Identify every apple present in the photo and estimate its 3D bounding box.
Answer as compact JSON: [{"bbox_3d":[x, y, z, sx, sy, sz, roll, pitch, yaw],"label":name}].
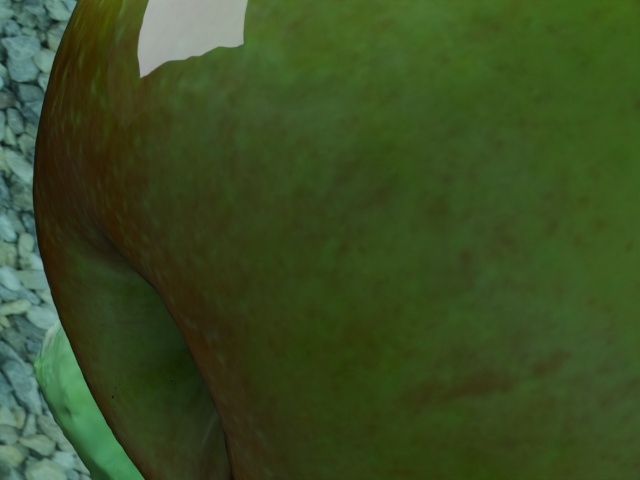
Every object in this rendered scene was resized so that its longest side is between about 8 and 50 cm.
[{"bbox_3d":[0.049,-0.015,0.603,0.277,0.319,0.319,-20,-17,-32],"label":"apple"}]

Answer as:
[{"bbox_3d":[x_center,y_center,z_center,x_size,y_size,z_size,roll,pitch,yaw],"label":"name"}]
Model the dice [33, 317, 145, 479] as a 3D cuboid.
[{"bbox_3d":[-0.019,0.121,1.482,0.318,0.330,0.322,-40,-4,3],"label":"dice"}]
